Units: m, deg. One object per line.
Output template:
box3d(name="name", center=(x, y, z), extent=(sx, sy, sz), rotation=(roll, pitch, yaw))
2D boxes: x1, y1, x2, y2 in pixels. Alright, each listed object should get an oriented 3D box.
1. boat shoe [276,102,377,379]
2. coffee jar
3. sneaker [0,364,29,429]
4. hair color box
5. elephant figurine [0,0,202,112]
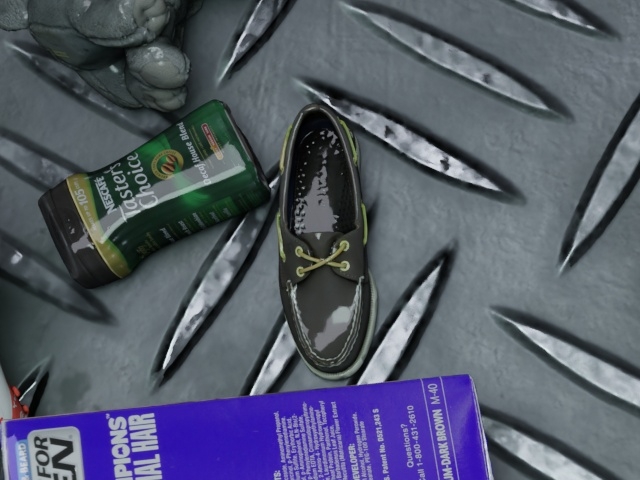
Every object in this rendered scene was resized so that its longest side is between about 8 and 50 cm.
box3d(name="boat shoe", center=(0.000, 0.000, 1.408), extent=(0.081, 0.068, 0.227), rotation=(-6, 73, 9))
box3d(name="coffee jar", center=(-0.141, -0.037, 1.439), extent=(0.184, 0.079, 0.096), rotation=(-29, 71, 2))
box3d(name="sneaker", center=(-0.243, 0.186, 1.371), extent=(0.145, 0.090, 0.270), rotation=(8, 65, -32))
box3d(name="hair color box", center=(-0.063, 0.181, 1.254), extent=(0.339, 0.185, 0.110), rotation=(-6, 73, -14))
box3d(name="elephant figurine", center=(-0.131, -0.241, 1.475), extent=(0.169, 0.186, 0.239), rotation=(-3, 54, 54))
